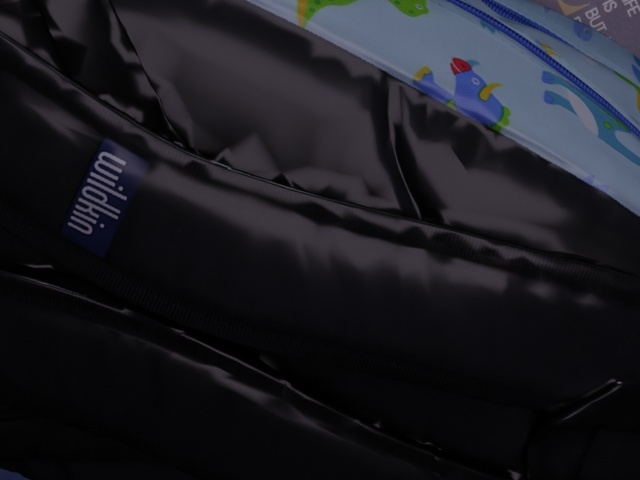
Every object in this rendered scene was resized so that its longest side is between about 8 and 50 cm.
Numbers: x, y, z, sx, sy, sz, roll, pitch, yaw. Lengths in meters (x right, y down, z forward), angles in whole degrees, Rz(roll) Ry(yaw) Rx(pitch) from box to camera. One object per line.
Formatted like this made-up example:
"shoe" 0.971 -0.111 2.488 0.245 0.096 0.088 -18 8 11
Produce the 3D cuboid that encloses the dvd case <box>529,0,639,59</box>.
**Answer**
"dvd case" 0.182 -0.091 0.894 0.221 0.018 0.165 -27 101 1

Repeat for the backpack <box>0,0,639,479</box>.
"backpack" 0.000 0.000 0.783 0.355 0.273 0.290 25 115 10
